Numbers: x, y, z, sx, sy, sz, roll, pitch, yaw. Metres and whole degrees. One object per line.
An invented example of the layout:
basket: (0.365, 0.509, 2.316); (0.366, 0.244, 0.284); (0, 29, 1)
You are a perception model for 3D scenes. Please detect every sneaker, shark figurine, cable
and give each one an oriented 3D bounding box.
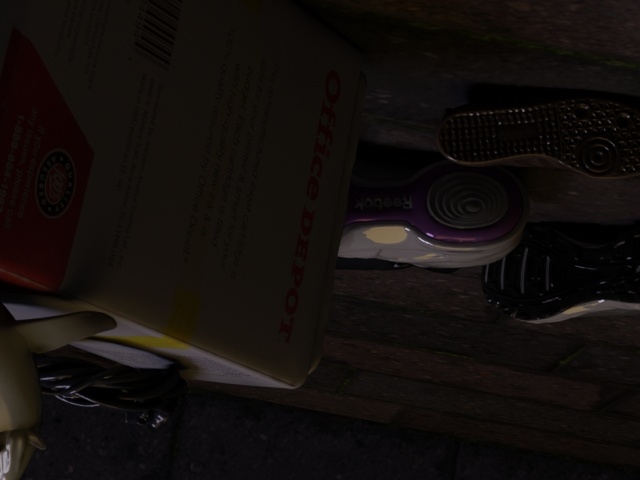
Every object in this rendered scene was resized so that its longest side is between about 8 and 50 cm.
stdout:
sneaker: (0.280, 0.039, 1.847); (0.271, 0.100, 0.108); (-1, 167, 38)
shark figurine: (-0.232, 0.101, 1.223); (0.166, 0.278, 0.116); (-13, -139, -24)
cable: (-0.177, 0.100, 1.388); (0.150, 0.047, 0.184); (19, 171, -4)
sneaker: (0.190, -0.089, 1.501); (0.188, 0.066, 0.071); (5, -169, 12)
sneaker: (0.043, -0.018, 1.739); (0.305, 0.114, 0.152); (8, 165, 9)

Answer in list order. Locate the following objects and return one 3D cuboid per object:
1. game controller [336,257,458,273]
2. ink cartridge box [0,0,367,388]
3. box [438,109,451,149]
game controller: (0.000, 0.000, 1.994); (0.319, 0.067, 0.166); (1, 178, 33)
ink cartridge box: (-0.145, -0.069, 1.318); (0.160, 0.279, 0.384); (2, 164, 33)
box: (0.145, -0.088, 1.587); (0.083, 0.018, 0.067); (9, 167, 3)
